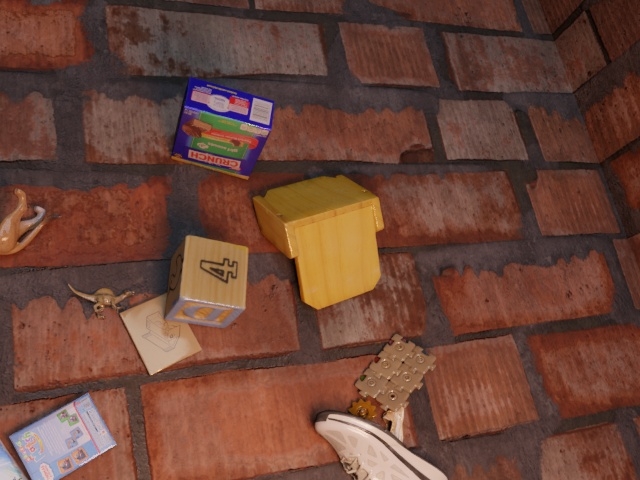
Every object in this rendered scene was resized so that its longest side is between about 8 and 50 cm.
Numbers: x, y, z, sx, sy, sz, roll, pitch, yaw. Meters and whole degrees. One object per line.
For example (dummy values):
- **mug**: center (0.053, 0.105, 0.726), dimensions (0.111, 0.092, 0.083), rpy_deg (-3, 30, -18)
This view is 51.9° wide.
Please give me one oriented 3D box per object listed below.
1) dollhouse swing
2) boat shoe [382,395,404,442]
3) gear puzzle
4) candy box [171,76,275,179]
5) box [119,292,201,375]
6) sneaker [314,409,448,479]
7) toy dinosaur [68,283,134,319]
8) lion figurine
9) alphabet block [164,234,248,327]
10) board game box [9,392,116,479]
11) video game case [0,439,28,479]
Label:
- **dollhouse swing**: center (0.000, 0.000, 2.177), dimensions (0.346, 0.305, 0.315), rpy_deg (-18, 34, -26)
- **boat shoe**: center (0.220, 0.547, 2.018), dimensions (0.059, 0.063, 0.170), rpy_deg (10, 61, -15)
- **gear puzzle**: center (0.213, 0.452, 2.045), dimensions (0.175, 0.044, 0.339), rpy_deg (28, 56, 26)
- **candy box**: center (-0.312, -0.341, 2.057), dimensions (0.268, 0.317, 0.122), rpy_deg (13, 65, -14)
- **box**: center (-0.462, 0.266, 1.903), dimensions (0.164, 0.021, 0.201), rpy_deg (-24, 77, -28)
- **sneaker**: center (0.143, 0.684, 1.866), dimensions (0.447, 0.169, 0.257), rpy_deg (34, 58, -7)
- **toy dinosaur**: center (-0.626, 0.173, 1.874), dimensions (0.183, 0.053, 0.093), rpy_deg (6, 50, -27)
- **lion figurine**: center (-0.942, -0.052, 1.794), dimensions (0.392, 0.142, 0.240), rpy_deg (23, 68, -15)
- **alphabet block**: center (-0.329, 0.124, 1.907), dimensions (0.193, 0.192, 0.197), rpy_deg (13, 60, -24)
- **board game box**: center (-0.664, 0.520, 1.703), dimensions (0.211, 0.039, 0.160), rpy_deg (-27, 79, -29)
- **video game case**: center (-0.858, 0.614, 1.574), dimensions (0.269, 0.061, 0.244), rpy_deg (-35, 84, -30)
